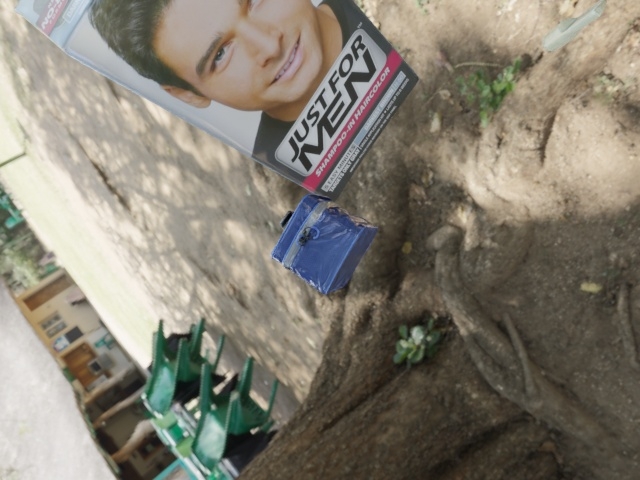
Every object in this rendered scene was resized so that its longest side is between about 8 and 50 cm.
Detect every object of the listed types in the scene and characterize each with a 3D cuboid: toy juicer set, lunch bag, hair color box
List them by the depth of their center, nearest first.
[{"bbox_3d":[0.000,0.000,0.495,0.065,0.067,0.098,32,-173,12],"label":"lunch bag"},{"bbox_3d":[-0.066,-0.189,0.587,0.114,0.185,0.374,39,-171,36],"label":"hair color box"},{"bbox_3d":[0.342,-0.402,0.837,0.090,0.328,0.209,15,165,2],"label":"toy juicer set"}]
